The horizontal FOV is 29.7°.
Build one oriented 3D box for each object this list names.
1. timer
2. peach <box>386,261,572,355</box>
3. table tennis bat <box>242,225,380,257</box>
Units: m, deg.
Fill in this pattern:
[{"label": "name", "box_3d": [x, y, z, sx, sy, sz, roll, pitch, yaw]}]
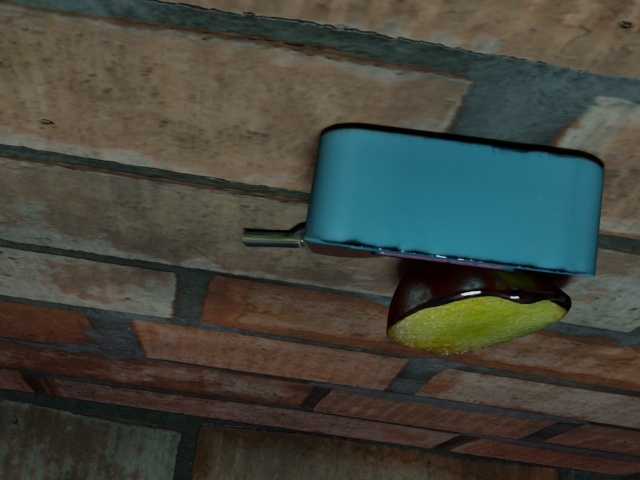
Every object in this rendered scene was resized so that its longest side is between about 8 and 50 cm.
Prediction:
[{"label": "timer", "box_3d": [0.105, -0.022, 1.025, 0.232, 0.091, 0.250, 7, 176, 0]}, {"label": "peach", "box_3d": [0.158, 0.065, 1.260, 0.189, 0.068, 0.279, 2, 163, -9]}, {"label": "table tennis bat", "box_3d": [0.000, 0.000, 1.202, 0.158, 0.014, 0.095, 1, 164, 14]}]
